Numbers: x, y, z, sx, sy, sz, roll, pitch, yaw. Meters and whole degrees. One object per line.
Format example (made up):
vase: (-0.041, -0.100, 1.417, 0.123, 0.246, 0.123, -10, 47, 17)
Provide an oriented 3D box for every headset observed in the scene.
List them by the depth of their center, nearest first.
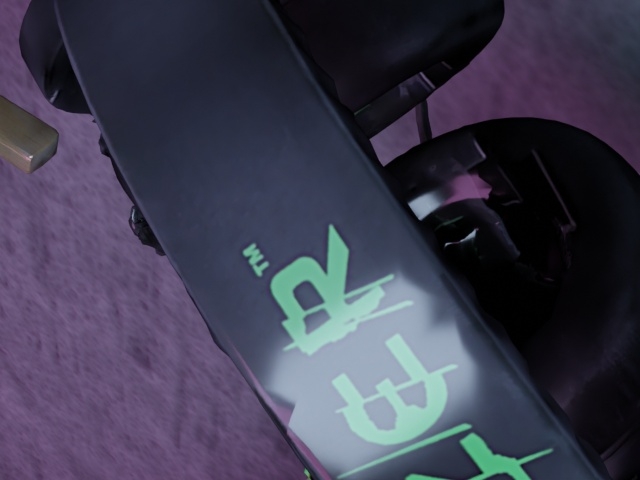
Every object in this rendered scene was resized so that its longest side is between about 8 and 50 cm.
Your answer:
headset: (0.000, 0.000, 0.557, 0.243, 0.185, 0.394, 52, -169, -16)

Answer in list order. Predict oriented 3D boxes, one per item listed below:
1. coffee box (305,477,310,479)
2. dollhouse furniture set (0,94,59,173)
coffee box: (0.039, 0.354, 0.950, 0.338, 0.338, 0.334, 37, 151, 12)
dollhouse furniture set: (-0.146, -0.127, 0.626, 0.135, 0.262, 0.259, 38, 143, 15)
